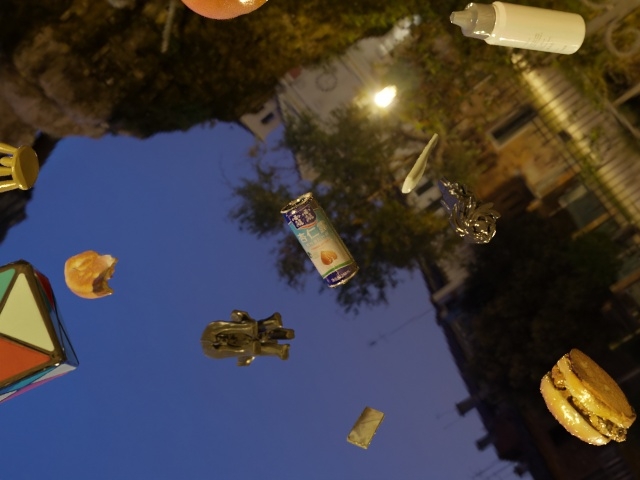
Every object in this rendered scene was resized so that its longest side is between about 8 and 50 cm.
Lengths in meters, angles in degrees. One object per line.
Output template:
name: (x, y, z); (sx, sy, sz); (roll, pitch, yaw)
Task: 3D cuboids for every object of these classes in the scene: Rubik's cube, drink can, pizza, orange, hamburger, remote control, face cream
Rubik's cube: (-0.694, 0.209, 1.734); (0.248, 0.250, 0.246); (65, 167, 8)
drink can: (0.000, 0.000, 2.008); (0.235, 0.097, 0.097); (58, -166, -14)
pizza: (-0.626, 0.093, 2.166); (0.271, 0.134, 0.056); (7, 143, 44)
orange: (-0.240, -0.751, 2.192); (0.274, 0.310, 0.274); (38, 161, 16)
hamburger: (0.527, 0.320, 1.567); (0.191, 0.118, 0.182); (41, -156, 11)
remote control: (0.233, -0.176, 1.814); (0.027, 0.050, 0.184); (26, -129, 9)
face cream: (0.419, -0.461, 1.711); (0.311, 0.092, 0.092); (0, -138, -22)

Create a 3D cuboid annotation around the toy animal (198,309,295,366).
toy animal: (-0.142, 0.187, 1.584); (0.245, 0.146, 0.114); (26, -121, -56)

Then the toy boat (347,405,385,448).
toy boat: (0.122, 0.502, 2.136); (0.115, 0.063, 0.016); (-52, -33, -36)

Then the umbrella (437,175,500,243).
umbrella: (0.348, -0.091, 1.971); (0.118, 0.118, 0.340); (47, -171, -23)

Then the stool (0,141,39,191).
stool: (-0.777, -0.184, 1.979); (0.134, 0.111, 0.135); (-61, -28, -69)
